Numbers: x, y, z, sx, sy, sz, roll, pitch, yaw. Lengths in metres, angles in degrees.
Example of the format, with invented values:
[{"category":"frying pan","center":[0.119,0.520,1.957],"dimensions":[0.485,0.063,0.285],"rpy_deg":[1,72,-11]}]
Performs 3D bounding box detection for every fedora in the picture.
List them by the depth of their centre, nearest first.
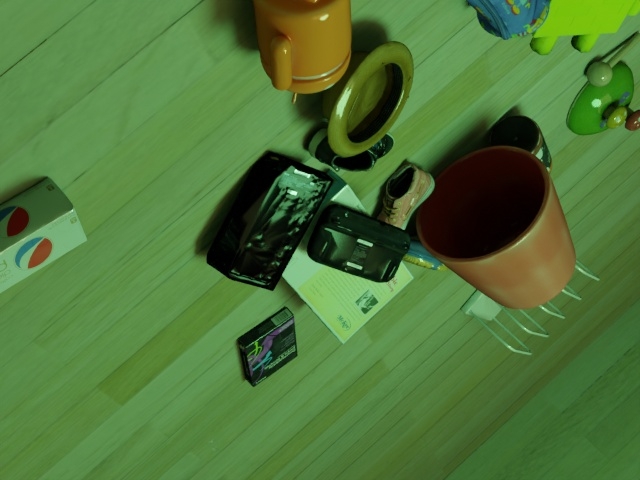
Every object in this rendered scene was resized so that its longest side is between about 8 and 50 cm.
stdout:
[{"category":"fedora","center":[0.059,-0.225,1.555],"dimensions":[0.194,0.079,0.194],"rpy_deg":[-35,145,-30]}]

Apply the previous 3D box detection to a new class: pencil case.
[{"category":"pencil case","center":[0.251,-0.404,1.523],"dimensions":[0.306,0.119,0.133],"rpy_deg":[26,78,-60]}]

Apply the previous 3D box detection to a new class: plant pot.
[{"category":"plant pot","center":[0.358,-0.009,1.963],"dimensions":[0.275,0.275,0.243],"rpy_deg":[-45,131,0]}]

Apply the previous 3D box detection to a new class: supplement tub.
[{"category":"supplement tub","center":[0.412,-0.170,2.064],"dimensions":[0.106,0.106,0.198],"rpy_deg":[-46,151,2]}]

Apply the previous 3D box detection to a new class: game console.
[{"category":"game console","center":[0.000,0.000,1.682],"dimensions":[0.361,0.044,0.213],"rpy_deg":[19,107,-37]}]

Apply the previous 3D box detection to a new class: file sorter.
[{"category":"file sorter","center":[0.531,0.134,2.552],"dimensions":[0.277,0.173,0.193],"rpy_deg":[-51,151,12]}]

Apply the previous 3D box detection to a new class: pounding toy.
[{"category":"pounding toy","center":[0.639,-0.299,2.185],"dimensions":[0.183,0.110,0.236],"rpy_deg":[-32,150,-22]}]

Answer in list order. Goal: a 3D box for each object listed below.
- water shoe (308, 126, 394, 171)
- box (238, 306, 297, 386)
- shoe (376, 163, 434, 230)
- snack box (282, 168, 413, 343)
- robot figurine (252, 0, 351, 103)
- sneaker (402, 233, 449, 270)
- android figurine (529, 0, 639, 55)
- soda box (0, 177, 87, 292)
[{"category":"water shoe","center":[0.064,-0.140,1.673],"dimensions":[0.203,0.080,0.073],"rpy_deg":[-8,135,-48]},{"category":"box","center":[-0.099,0.209,1.975],"dimensions":[0.116,0.029,0.162],"rpy_deg":[-34,151,-20]},{"category":"shoe","center":[0.136,-0.063,1.895],"dimensions":[0.178,0.063,0.081],"rpy_deg":[-52,147,8]},{"category":"snack box","center":[0.030,0.037,1.814],"dimensions":[0.187,0.060,0.322],"rpy_deg":[-42,138,-4]},{"category":"robot figurine","center":[-0.021,-0.283,1.326],"dimensions":[0.128,0.158,0.219],"rpy_deg":[-14,144,-8]},{"category":"sneaker","center":[0.256,-0.012,2.100],"dimensions":[0.297,0.112,0.130],"rpy_deg":[-3,110,-51]},{"category":"android figurine","center":[0.458,-0.427,1.738],"dimensions":[0.248,0.056,0.272],"rpy_deg":[-7,149,-13]},{"category":"soda box","center":[-0.407,0.014,1.274],"dimensions":[0.216,0.069,0.074],"rpy_deg":[-34,150,-20]}]
